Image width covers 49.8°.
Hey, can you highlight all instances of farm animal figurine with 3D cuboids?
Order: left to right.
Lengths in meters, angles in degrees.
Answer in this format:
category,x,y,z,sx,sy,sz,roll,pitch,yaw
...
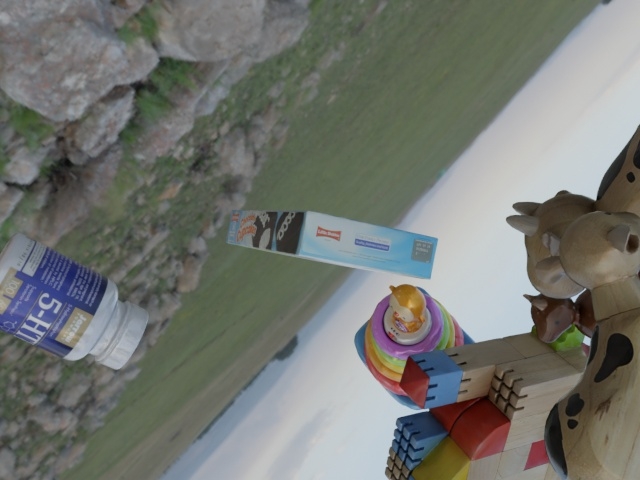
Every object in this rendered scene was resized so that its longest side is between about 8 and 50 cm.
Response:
category,x,y,z,sx,sy,sz,roll,pitch,yaw
farm animal figurine,0.222,0.001,0.467,0.327,0.172,0.330,-62,174,18

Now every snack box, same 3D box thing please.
category,x,y,z,sx,sy,sz,roll,pitch,yaw
snack box,0.000,0.000,0.979,0.322,0.187,0.060,6,-94,66

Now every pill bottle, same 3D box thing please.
category,x,y,z,sx,sy,sz,roll,pitch,yaw
pill bottle,-0.313,0.082,0.843,0.112,0.186,0.112,-45,-153,30

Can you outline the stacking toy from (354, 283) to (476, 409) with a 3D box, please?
category,x,y,z,sx,sy,sz,roll,pitch,yaw
stacking toy,0.135,0.133,1.030,0.165,0.175,0.302,-40,157,-7

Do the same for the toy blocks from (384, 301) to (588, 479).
category,x,y,z,sx,sy,sz,roll,pitch,yaw
toy blocks,0.207,0.277,0.900,0.260,0.191,0.382,-6,118,-25
